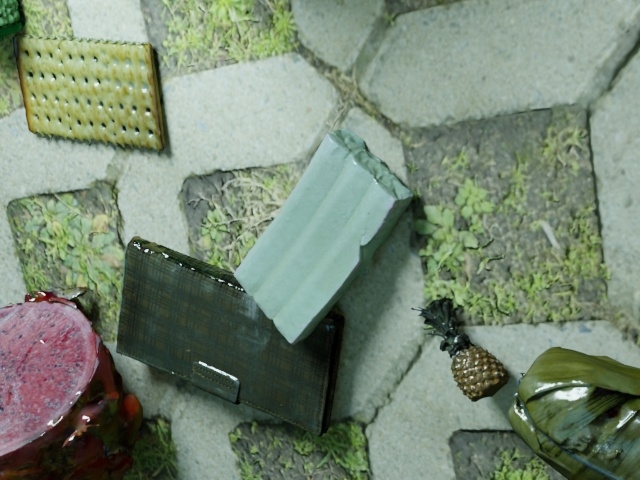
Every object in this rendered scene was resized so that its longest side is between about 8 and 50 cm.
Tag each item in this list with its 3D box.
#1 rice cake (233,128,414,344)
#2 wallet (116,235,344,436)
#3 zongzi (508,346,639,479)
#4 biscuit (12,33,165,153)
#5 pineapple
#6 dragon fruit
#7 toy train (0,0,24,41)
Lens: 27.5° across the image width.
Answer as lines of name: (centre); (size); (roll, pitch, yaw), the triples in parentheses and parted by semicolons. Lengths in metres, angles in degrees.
rice cake: (0.000, 0.000, 1.454); (0.127, 0.043, 0.237); (46, 121, 15)
wallet: (-0.116, 0.114, 1.605); (0.317, 0.044, 0.169); (19, 116, 26)
zongzi: (0.334, 0.151, 1.248); (0.251, 0.125, 0.274); (37, 125, 8)
biscuit: (-0.287, -0.184, 1.612); (0.231, 0.016, 0.139); (8, 114, 33)
pineapple: (0.152, 0.114, 1.417); (0.058, 0.058, 0.124); (-48, 66, 39)
dragon fruit: (-0.383, 0.259, 1.730); (0.296, 0.314, 0.263); (56, 172, 45)
toy train: (-0.463, -0.365, 1.601); (0.154, 0.115, 0.269); (2, 111, 26)
